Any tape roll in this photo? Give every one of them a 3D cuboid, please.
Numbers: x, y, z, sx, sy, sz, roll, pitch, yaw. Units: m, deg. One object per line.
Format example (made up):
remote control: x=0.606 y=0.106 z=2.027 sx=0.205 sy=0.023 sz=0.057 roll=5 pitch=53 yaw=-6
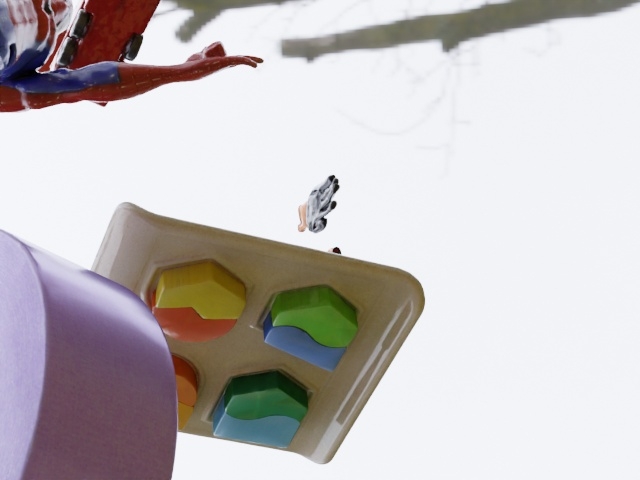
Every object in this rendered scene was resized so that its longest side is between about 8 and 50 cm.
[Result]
tape roll: x=-0.200 y=0.133 z=0.885 sx=0.090 sy=0.275 sz=0.274 roll=28 pitch=-103 yaw=-37

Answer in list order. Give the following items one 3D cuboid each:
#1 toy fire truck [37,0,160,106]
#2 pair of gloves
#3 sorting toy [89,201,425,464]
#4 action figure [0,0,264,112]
toy fire truck: x=-0.144 y=-0.164 z=1.112 sx=0.047 sy=0.135 sz=0.192 roll=22 pitch=-57 yaw=-17
pair of gloves: x=0.000 y=0.000 z=1.089 sx=0.010 sy=0.074 sz=0.083 roll=8 pitch=-112 yaw=-18
sorting toy: x=-0.060 y=0.072 z=1.068 sx=0.208 sy=0.193 sz=0.038 roll=16 pitch=-139 yaw=-14
action figure: x=-0.103 y=-0.089 z=0.617 sx=0.139 sy=0.280 sz=0.091 roll=-14 pitch=-80 yaw=3
